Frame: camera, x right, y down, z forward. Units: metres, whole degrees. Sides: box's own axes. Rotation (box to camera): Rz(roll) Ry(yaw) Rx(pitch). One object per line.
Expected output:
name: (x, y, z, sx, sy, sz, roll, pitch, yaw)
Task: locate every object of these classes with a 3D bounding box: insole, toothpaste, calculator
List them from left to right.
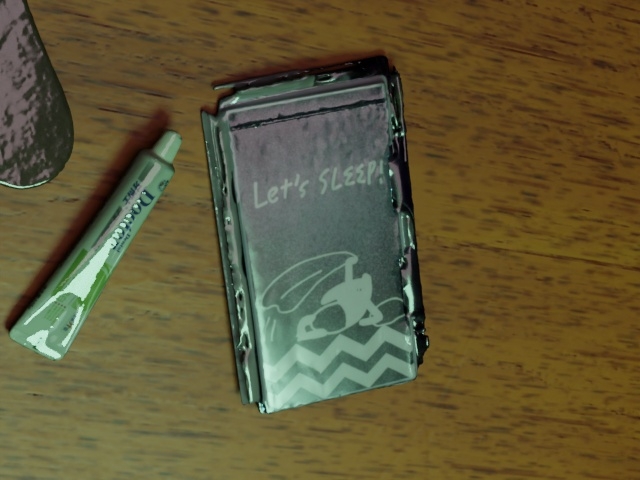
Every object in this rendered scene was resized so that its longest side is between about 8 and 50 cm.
insole: (-0.259, -0.180, 1.111, 0.111, 0.007, 0.328, -29, 115, -13)
toothpaste: (-0.161, 0.001, 1.195, 0.048, 0.029, 0.197, 32, 93, -27)
calculator: (0.000, 0.000, 1.267, 0.165, 0.028, 0.274, -11, 108, -17)
